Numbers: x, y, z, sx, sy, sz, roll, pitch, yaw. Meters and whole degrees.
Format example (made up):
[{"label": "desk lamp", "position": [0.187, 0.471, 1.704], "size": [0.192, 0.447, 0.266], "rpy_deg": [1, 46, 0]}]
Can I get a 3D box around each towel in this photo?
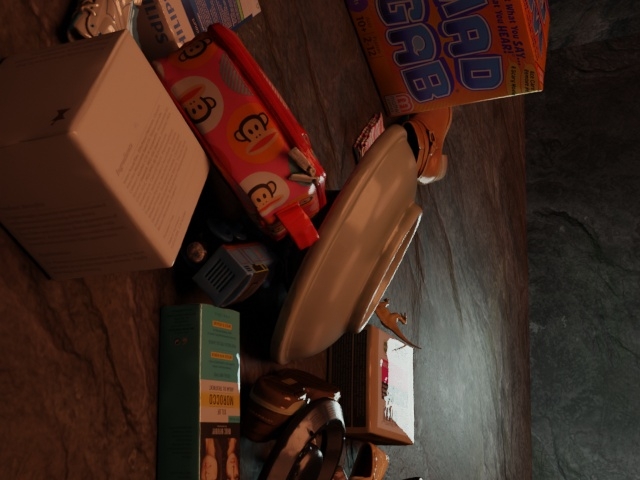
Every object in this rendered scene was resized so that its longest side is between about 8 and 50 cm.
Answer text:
[{"label": "towel", "position": [0.124, -0.176, 1.835], "size": [0.197, 0.029, 0.144], "rpy_deg": [-59, 137, -55]}]

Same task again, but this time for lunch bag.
[{"label": "lunch bag", "position": [-0.081, -0.104, 1.040], "size": [0.258, 0.120, 0.293], "rpy_deg": [56, -3, 6]}]

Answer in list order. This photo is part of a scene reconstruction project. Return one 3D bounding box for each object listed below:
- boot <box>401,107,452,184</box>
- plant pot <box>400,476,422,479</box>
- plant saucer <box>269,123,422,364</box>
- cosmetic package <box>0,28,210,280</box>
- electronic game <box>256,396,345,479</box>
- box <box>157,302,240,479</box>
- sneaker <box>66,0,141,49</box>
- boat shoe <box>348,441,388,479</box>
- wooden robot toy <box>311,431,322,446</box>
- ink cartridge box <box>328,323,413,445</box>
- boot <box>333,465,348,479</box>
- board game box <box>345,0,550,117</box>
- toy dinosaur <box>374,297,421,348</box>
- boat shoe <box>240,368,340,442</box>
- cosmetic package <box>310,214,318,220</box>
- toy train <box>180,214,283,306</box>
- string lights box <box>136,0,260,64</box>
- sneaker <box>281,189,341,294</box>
[{"label": "boot", "position": [0.227, -0.273, 2.035], "size": [0.220, 0.109, 0.283], "rpy_deg": [-5, 96, -63]}, {"label": "plant pot", "position": [0.167, 0.557, 1.552], "size": [0.215, 0.215, 0.230], "rpy_deg": [6, 64, -66]}, {"label": "plant saucer", "position": [0.062, 0.025, 1.286], "size": [0.400, 0.100, 0.400], "rpy_deg": [-60, 172, -15]}, {"label": "cosmetic package", "position": [-0.228, -0.079, 0.840], "size": [0.184, 0.151, 0.151], "rpy_deg": [62, 30, -42]}, {"label": "electronic game", "position": [-0.032, 0.331, 1.224], "size": [0.229, 0.048, 0.229], "rpy_deg": [-44, 147, -40]}, {"label": "box", "position": [-0.148, 0.205, 1.060], "size": [0.100, 0.060, 0.244], "rpy_deg": [25, 61, -63]}, {"label": "sneaker", "position": [-0.246, -0.250, 0.955], "size": [0.083, 0.071, 0.191], "rpy_deg": [-7, 90, -61]}, {"label": "boat shoe", "position": [0.069, 0.433, 1.511], "size": [0.059, 0.063, 0.170], "rpy_deg": [50, 40, -27]}, {"label": "wooden robot toy", "position": [0.004, 0.303, 1.363], "size": [0.173, 0.079, 0.076], "rpy_deg": [-39, 119, -62]}, {"label": "ink cartridge box", "position": [0.097, 0.270, 1.576], "size": [0.234, 0.088, 0.193], "rpy_deg": [34, 54, -60]}, {"label": "boot", "position": [0.020, 0.443, 1.415], "size": [0.106, 0.037, 0.114], "rpy_deg": [-38, 106, -35]}, {"label": "board game box", "position": [0.294, -0.545, 1.914], "size": [0.356, 0.356, 0.356], "rpy_deg": [-71, 145, -44]}, {"label": "toy dinosaur", "position": [0.135, 0.157, 1.697], "size": [0.183, 0.053, 0.092], "rpy_deg": [52, 13, 17]}, {"label": "boat shoe", "position": [-0.050, 0.250, 1.269], "size": [0.095, 0.095, 0.257], "rpy_deg": [-66, 157, 2]}, {"label": "cosmetic package", "position": [-0.046, -0.085, 1.378], "size": [0.041, 0.060, 0.115], "rpy_deg": [-32, 115, -65]}, {"label": "toy train", "position": [-0.110, 0.026, 1.136], "size": [0.105, 0.080, 0.184], "rpy_deg": [48, 17, 11]}, {"label": "string lights box", "position": [-0.174, -0.322, 1.127], "size": [0.260, 0.076, 0.133], "rpy_deg": [-58, 135, -55]}, {"label": "sneaker", "position": [0.000, 0.000, 1.411], "size": [0.083, 0.098, 0.224], "rpy_deg": [54, 36, -48]}]
